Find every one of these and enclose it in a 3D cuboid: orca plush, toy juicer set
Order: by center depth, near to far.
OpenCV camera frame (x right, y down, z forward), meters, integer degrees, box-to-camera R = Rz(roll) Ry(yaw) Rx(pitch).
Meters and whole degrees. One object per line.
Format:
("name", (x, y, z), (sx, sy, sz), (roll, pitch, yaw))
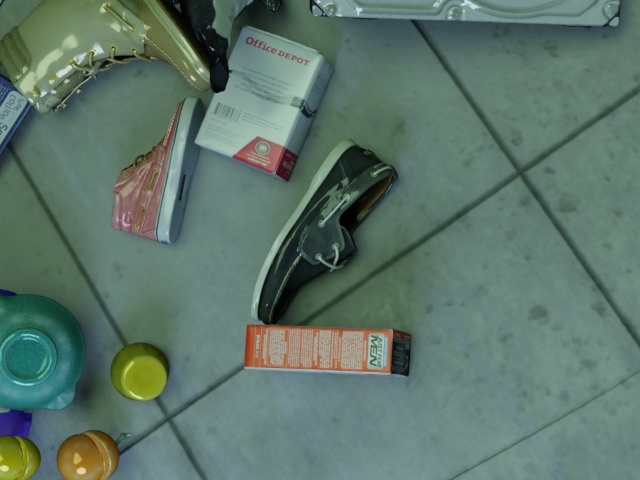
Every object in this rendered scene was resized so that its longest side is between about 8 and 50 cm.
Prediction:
("toy juicer set", (-0.353, 0.162, 1.652), (0.329, 0.089, 0.209), (26, 87, -12))
("orca plush", (-0.126, -0.280, 1.658), (0.102, 0.151, 0.287), (-27, 50, 31))

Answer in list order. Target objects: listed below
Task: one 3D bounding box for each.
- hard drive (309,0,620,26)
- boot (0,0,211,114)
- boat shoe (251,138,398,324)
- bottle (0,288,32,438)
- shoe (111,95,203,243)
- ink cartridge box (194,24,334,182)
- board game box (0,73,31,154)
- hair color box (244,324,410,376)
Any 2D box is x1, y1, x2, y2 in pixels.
("hard drive", (0.160, -0.352, 1.549), (0.338, 0.064, 0.237), (2, 103, -3))
("boot", (-0.257, -0.217, 1.729), (0.203, 0.095, 0.262), (-46, 70, 5))
("boat shoe", (0.000, 0.000, 1.631), (0.079, 0.084, 0.233), (32, 88, 16))
("bottle", (-0.403, 0.202, 1.717), (0.118, 0.092, 0.283), (-8, 81, 9))
("shoe", (-0.194, -0.089, 1.710), (0.081, 0.063, 0.178), (12, 90, 13))
("ink cartridge box", (-0.064, -0.159, 1.682), (0.109, 0.063, 0.150), (22, 88, 18))
("board game box", (-0.460, -0.128, 1.778), (0.136, 0.035, 0.201), (34, 93, -11))
("hair color box", (0.009, 0.122, 1.607), (0.167, 0.093, 0.053), (2, 83, 16))
